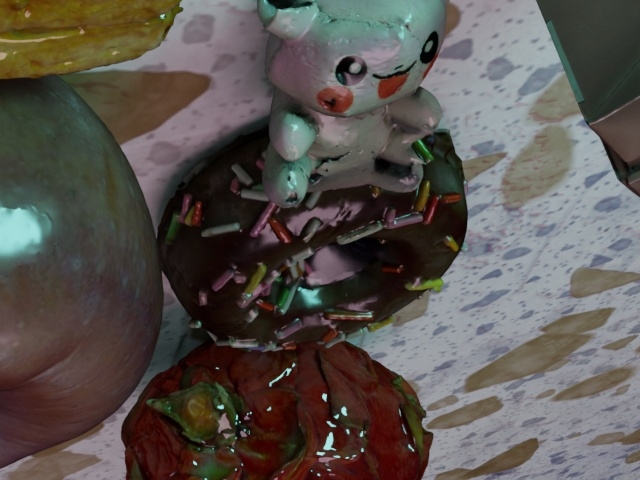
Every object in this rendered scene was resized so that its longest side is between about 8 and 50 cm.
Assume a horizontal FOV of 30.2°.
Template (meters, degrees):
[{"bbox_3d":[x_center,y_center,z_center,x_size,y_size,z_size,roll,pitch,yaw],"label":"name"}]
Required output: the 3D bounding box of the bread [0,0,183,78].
[{"bbox_3d":[-0.202,-0.144,0.504,0.294,0.132,0.167,-13,154,-15],"label":"bread"}]

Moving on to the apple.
[{"bbox_3d":[-0.242,0.014,0.666,0.305,0.235,0.306,-18,156,-8],"label":"apple"}]

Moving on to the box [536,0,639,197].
[{"bbox_3d":[0.222,-0.168,0.652,0.215,0.215,0.086,-31,141,25],"label":"box"}]

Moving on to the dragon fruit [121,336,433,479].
[{"bbox_3d":[-0.041,0.211,1.142,0.277,0.277,0.342,-31,146,22],"label":"dragon fruit"}]

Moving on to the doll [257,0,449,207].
[{"bbox_3d":[0.021,-0.105,0.758,0.149,0.095,0.192,-12,139,-25],"label":"doll"}]

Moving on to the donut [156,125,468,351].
[{"bbox_3d":[0.000,0.000,0.948,0.269,0.103,0.270,-14,153,-7],"label":"donut"}]
